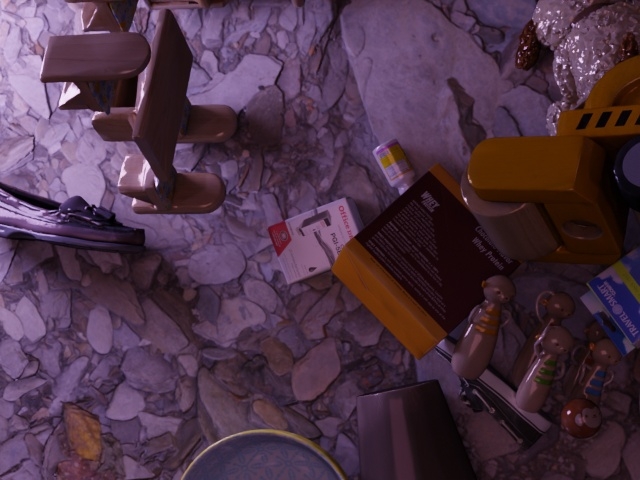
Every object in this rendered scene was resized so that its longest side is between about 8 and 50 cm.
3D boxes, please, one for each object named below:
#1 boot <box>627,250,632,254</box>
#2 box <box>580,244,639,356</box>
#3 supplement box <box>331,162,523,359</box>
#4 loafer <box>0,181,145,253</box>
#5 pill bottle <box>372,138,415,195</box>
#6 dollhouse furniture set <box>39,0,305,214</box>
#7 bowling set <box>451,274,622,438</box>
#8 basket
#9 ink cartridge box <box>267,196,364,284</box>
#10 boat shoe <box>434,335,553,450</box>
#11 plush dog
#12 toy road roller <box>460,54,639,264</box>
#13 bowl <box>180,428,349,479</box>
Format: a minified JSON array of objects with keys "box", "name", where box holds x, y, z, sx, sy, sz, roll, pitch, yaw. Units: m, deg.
[{"box":[0.597,-0.088,1.558,0.378,0.138,0.284,-13,77,22],"name":"boot"},{"box":[0.446,0.061,1.502,0.178,0.042,0.109,-38,64,13],"name":"box"},{"box":[0.157,0.032,1.630,0.194,0.129,0.191,-42,83,-17],"name":"supplement box"},{"box":[-0.422,-0.039,1.797,0.303,0.109,0.095,7,89,14],"name":"loafer"},{"box":[0.117,-0.111,1.713,0.043,0.043,0.083,-29,86,11],"name":"pill bottle"},{"box":[-0.178,-0.284,1.622,0.257,0.362,0.394,0,62,13],"name":"dollhouse furniture set"},{"box":[0.348,0.167,1.543,0.200,0.287,0.154,38,111,53],"name":"bowling set"},{"box":[0.140,0.330,1.670,0.204,0.154,0.226,-10,84,-16],"name":"basket"},{"box":[0.000,0.000,1.734,0.135,0.056,0.099,-22,87,11],"name":"ink cartridge box"},{"box":[0.244,0.227,1.681,0.219,0.078,0.070,41,98,6],"name":"boat shoe"},{"box":[0.393,-0.289,1.595,0.262,0.210,0.225,-35,58,9],"name":"plush dog"},{"box":[0.370,-0.108,1.472,0.330,0.202,0.240,-1,61,29],"name":"toy road roller"},{"box":[-0.067,0.419,1.710,0.290,0.156,0.289,0,91,12],"name":"bowl"}]
